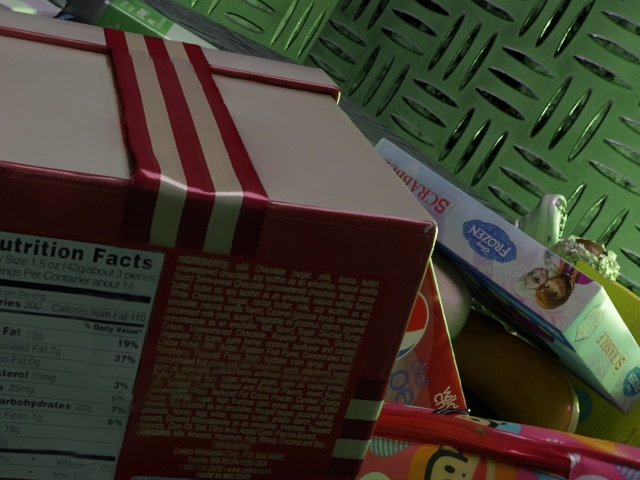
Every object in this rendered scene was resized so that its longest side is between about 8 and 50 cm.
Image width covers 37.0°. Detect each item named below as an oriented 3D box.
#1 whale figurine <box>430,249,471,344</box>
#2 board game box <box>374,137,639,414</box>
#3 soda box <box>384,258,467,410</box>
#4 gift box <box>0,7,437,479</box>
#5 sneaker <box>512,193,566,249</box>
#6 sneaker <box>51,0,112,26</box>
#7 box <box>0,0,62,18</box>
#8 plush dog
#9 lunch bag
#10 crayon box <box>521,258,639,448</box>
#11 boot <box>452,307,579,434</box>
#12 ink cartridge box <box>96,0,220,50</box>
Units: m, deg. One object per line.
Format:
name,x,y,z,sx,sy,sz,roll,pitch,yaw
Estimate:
whale figurine,0.044,0.045,1.062,0.216,0.141,0.272,17,19,-33
board game box,0.219,0.047,1.115,0.318,0.066,0.318,40,-1,37
soda box,0.045,0.078,0.746,0.083,0.092,0.263,44,-22,51
gift box,-0.120,0.034,0.524,0.255,0.276,0.258,12,24,-21
sneaker,0.315,0.025,1.570,0.118,0.292,0.110,24,50,5
sneaker,-0.231,-0.148,1.227,0.341,0.140,0.125,46,-21,-18
box,-0.437,-0.275,1.174,0.181,0.119,0.182,32,13,0
plush dog,0.327,0.137,1.397,0.262,0.211,0.225,-5,44,-21
lunch bag,0.138,0.195,0.662,0.293,0.120,0.258,21,-16,-24
crayon box,0.402,0.194,1.201,0.318,0.202,0.081,41,10,32
boot,0.157,0.135,1.131,0.211,0.104,0.295,20,15,-21
ink cartridge box,-0.144,-0.104,1.040,0.278,0.201,0.117,30,14,-12
